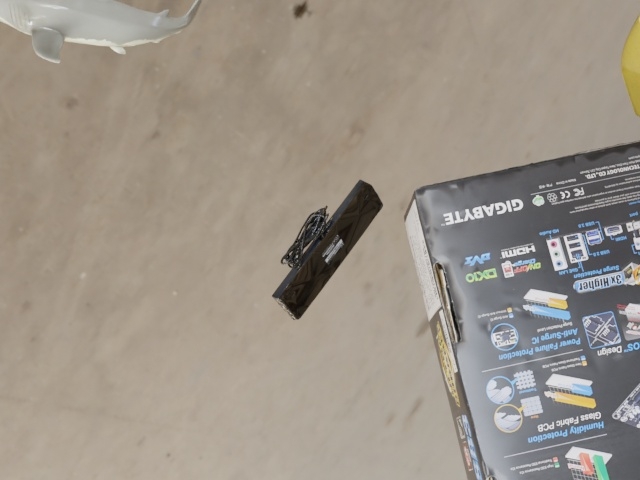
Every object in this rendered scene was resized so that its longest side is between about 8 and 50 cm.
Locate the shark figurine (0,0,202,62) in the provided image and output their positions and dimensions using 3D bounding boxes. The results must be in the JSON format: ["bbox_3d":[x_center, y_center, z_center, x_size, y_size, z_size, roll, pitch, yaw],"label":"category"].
[{"bbox_3d":[-0.240,-0.276,1.185,0.278,0.166,0.116,-2,122,-26],"label":"shark figurine"}]

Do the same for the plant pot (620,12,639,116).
[{"bbox_3d":[0.177,-0.087,0.438,0.081,0.081,0.083,-57,145,4],"label":"plant pot"}]

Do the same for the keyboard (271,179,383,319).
[{"bbox_3d":[0.000,0.000,1.281,0.192,0.038,0.100,-53,146,-14],"label":"keyboard"}]

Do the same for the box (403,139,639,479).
[{"bbox_3d":[0.230,0.081,0.665,0.296,0.293,0.073,-12,168,-4],"label":"box"}]
